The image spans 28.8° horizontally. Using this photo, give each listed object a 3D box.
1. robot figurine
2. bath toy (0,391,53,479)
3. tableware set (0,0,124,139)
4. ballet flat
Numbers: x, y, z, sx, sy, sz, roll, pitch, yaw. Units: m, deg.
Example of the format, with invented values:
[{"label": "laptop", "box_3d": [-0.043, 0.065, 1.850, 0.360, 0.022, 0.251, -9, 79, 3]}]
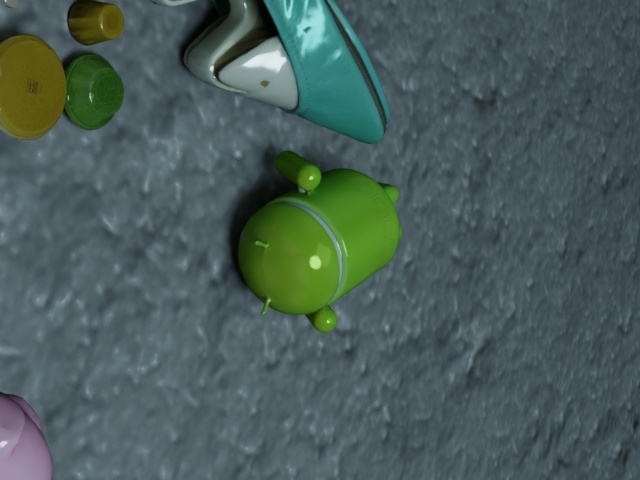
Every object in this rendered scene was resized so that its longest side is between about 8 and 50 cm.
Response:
[{"label": "robot figurine", "box_3d": [0.000, 0.000, 0.710, 0.115, 0.067, 0.101, -32, 124, -47]}, {"label": "bath toy", "box_3d": [-0.154, 0.114, 0.465, 0.151, 0.129, 0.348, -31, 114, -48]}, {"label": "tableware set", "box_3d": [-0.146, -0.097, 0.558, 0.154, 0.024, 0.104, -5, 99, -53]}, {"label": "ballet flat", "box_3d": [-0.047, -0.133, 0.651, 0.087, 0.083, 0.247, -40, 125, -16]}]
